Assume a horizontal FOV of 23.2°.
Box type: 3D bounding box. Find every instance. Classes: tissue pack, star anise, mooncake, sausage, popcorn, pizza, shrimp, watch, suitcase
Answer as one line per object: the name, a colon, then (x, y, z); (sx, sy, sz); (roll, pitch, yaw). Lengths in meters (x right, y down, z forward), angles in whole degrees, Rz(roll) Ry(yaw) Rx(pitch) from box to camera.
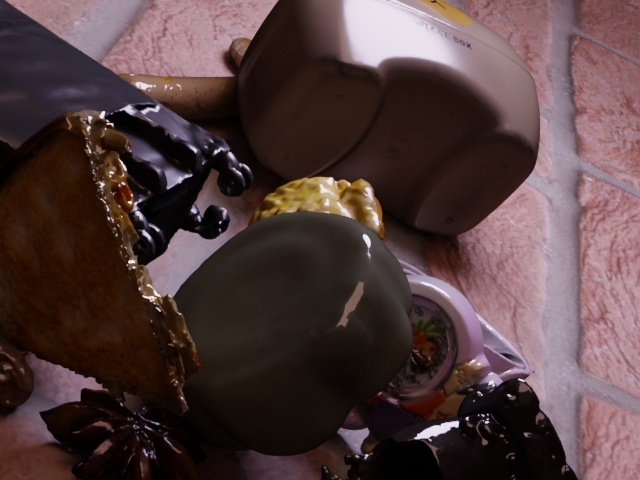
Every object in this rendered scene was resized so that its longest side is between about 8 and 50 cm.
tissue pack: (0.089, -0.199, 2.085); (0.387, 0.267, 0.276); (20, 40, -25)
star anise: (-0.177, 0.186, 1.436); (0.168, 0.057, 0.168); (22, 29, -13)
mooncake: (-0.033, 0.094, 1.524); (0.135, 0.275, 0.275); (54, 16, -28)
sausage: (-0.160, -0.193, 2.083); (0.301, 0.065, 0.066); (-7, 44, -47)
popcorn: (0.000, 0.000, 1.797); (0.170, 0.180, 0.180); (25, 27, 3)
pizza: (-0.212, 0.009, 1.440); (0.288, 0.251, 0.074); (22, 22, 19)
shrimp: (-0.051, -0.229, 2.275); (0.126, 0.047, 0.223); (14, 28, -47)
watch: (0.122, 0.150, 1.699); (0.244, 0.196, 0.231); (41, 7, 10)
suitcase: (-0.316, -0.103, 1.643); (0.434, 0.194, 0.283); (35, 29, 7)

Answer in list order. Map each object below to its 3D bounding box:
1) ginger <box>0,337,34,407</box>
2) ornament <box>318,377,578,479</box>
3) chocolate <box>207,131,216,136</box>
ginger: (-0.381, 0.080, 1.383); (0.290, 0.122, 0.084); (21, 68, -35)
ornament: (0.126, 0.281, 1.469); (0.260, 0.106, 0.251); (-30, 91, -34)
chocolate: (-0.169, -0.132, 2.011); (0.101, 0.031, 0.064); (20, 24, -14)
